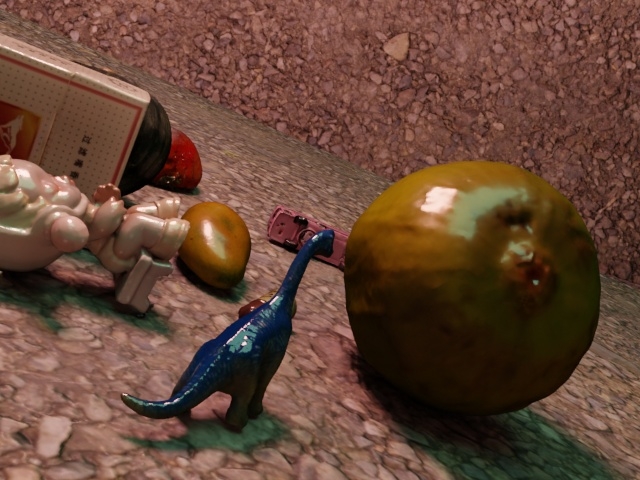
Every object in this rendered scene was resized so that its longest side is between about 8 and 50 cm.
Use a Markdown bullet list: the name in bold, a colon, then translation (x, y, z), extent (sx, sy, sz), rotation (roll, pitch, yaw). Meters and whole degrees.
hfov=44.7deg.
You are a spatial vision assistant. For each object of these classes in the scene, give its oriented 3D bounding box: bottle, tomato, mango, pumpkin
- **bottle**: translation (-0.069, 0.090, 0.995), extent (0.047, 0.063, 0.101), rotation (56, 23, 8)
- **tomato**: translation (-0.307, -0.172, 1.474), extent (0.189, 0.099, 0.173), rotation (12, 20, -38)
- **mango**: translation (-0.152, 0.005, 1.096), extent (0.111, 0.089, 0.163), rotation (23, 22, -9)
- **pumpkin**: translation (-0.342, -0.155, 1.143), extent (0.250, 0.216, 0.250), rotation (15, -20, 6)

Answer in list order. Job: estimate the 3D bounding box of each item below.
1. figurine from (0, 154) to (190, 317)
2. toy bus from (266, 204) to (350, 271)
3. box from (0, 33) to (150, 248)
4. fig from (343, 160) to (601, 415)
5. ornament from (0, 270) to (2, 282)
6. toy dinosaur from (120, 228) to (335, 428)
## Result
- **figurine**: translation (-0.292, -0.017, 0.866), extent (0.257, 0.144, 0.182), rotation (21, 34, -25)
- **toy bus**: translation (0.000, 0.000, 1.435), extent (0.203, 0.063, 0.090), rotation (23, 10, -16)
- **box**: translation (-0.401, -0.143, 0.957), extent (0.330, 0.210, 0.095), rotation (19, 14, -20)
- **fig**: translation (0.176, 0.057, 1.013), extent (0.343, 0.343, 0.343), rotation (23, 13, -6)
- **ornament**: translation (-0.362, 0.032, 0.665), extent (0.156, 0.074, 0.081), rotation (22, -31, -13)
- **toy dinosaur**: translation (-0.073, 0.079, 0.739), extent (0.075, 0.188, 0.248), rotation (24, 13, 30)
